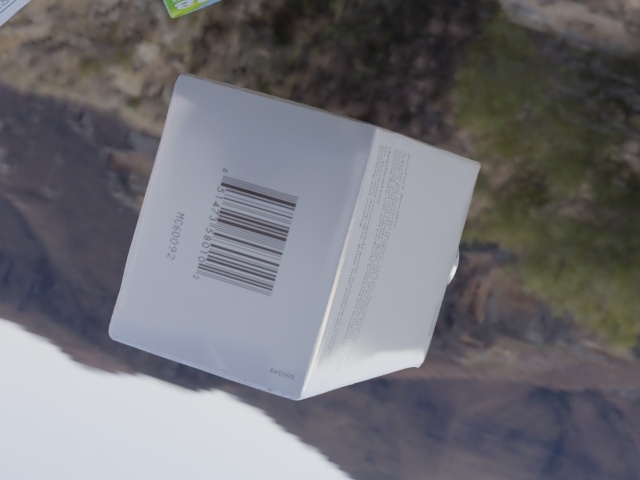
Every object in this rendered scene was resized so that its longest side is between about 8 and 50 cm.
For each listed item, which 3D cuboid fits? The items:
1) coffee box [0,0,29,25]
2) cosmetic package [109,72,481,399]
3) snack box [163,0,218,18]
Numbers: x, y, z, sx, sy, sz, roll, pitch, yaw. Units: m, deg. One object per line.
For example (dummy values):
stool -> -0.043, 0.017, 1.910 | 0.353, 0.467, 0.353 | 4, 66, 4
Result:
coffee box -> -0.270, -0.375, 0.854 | 0.338, 0.334, 0.338 | 18, -134, -51
cosmetic package -> 0.000, 0.000, 1.112 | 0.155, 0.197, 0.365 | 16, -177, 15
snack box -> 0.014, -0.177, 0.568 | 0.207, 0.070, 0.174 | -21, 173, -2
